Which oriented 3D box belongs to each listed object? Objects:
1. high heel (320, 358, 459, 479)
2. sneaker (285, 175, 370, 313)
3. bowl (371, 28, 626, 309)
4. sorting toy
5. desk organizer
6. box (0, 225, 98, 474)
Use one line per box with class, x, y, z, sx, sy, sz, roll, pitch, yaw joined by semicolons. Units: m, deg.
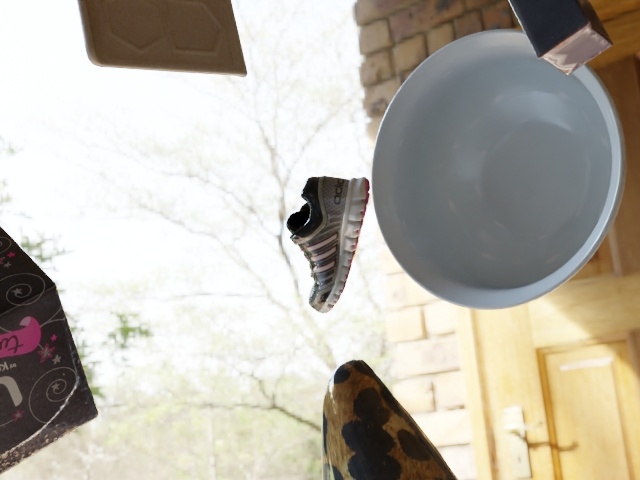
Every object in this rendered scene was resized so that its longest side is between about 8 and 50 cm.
high heel;-0.011;0.186;0.357;0.186;0.261;0.093;-13;-5;-26
sneaker;0.000;0.000;1.013;0.075;0.063;0.170;15;-49;3
bowl;0.212;-0.073;1.103;0.298;0.298;0.134;-16;-11;36
sorting toy;-0.185;-0.272;1.119;0.208;0.193;0.038;-1;-19;-40
desk organizer;0.175;-0.197;0.789;0.047;0.130;0.050;-34;-30;28
box;-0.333;0.118;0.823;0.247;0.142;0.163;-30;-45;-27
